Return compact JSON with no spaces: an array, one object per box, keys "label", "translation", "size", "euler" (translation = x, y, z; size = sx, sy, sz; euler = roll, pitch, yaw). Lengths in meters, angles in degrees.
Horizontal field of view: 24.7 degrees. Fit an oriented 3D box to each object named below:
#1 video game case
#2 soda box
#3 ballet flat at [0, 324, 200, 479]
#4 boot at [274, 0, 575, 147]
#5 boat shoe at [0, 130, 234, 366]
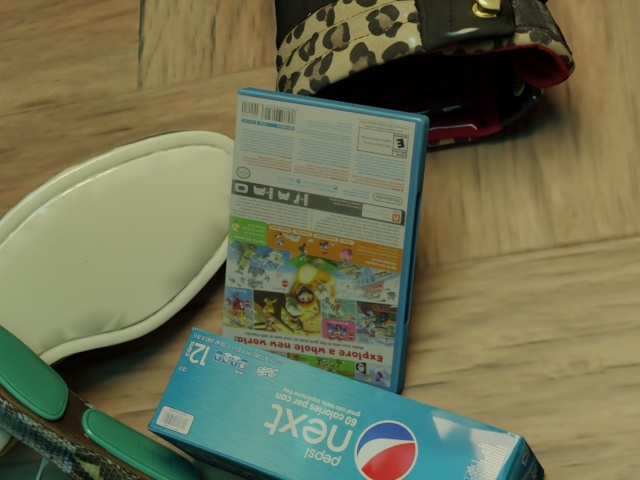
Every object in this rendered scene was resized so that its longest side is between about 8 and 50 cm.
[{"label":"video game case","translation":[0.000,0.000,0.865],"size":[0.119,0.015,0.166],"euler":[11,106,23]},{"label":"soda box","translation":[0.014,0.118,0.827],"size":[0.210,0.071,0.067],"euler":[17,73,25]},{"label":"ballet flat","translation":[-0.159,0.114,0.849],"size":[0.188,0.070,0.070],"euler":[39,81,-10]},{"label":"boot","translation":[0.118,-0.222,0.910],"size":[0.377,0.138,0.284],"euler":[-13,62,17]},{"label":"boat shoe","translation":[-0.185,0.031,0.913],"size":[0.319,0.116,0.099],"euler":[-38,24,-6]}]
